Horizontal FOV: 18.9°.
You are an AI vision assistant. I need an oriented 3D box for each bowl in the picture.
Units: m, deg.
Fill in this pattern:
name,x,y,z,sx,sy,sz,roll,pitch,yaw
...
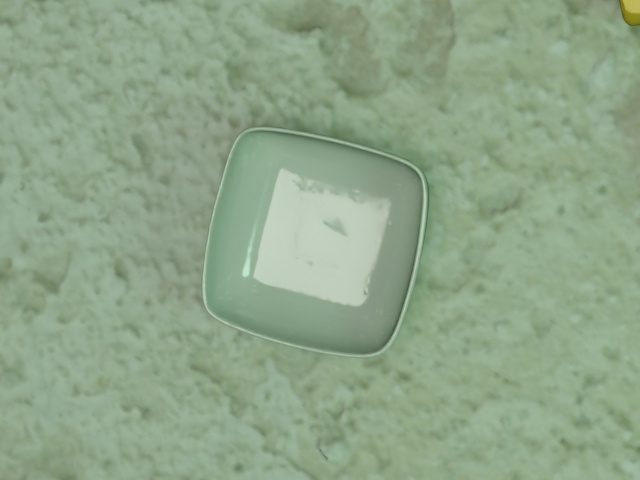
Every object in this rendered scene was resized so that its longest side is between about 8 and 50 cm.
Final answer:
name,x,y,z,sx,sy,sz,roll,pitch,yaw
bowl,0.000,0.000,1.281,0.142,0.053,0.142,14,98,10

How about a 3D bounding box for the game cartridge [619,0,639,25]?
name,x,y,z,sx,sy,sz,roll,pitch,yaw
game cartridge,0.319,-0.302,1.182,0.324,0.053,0.285,-12,94,12
